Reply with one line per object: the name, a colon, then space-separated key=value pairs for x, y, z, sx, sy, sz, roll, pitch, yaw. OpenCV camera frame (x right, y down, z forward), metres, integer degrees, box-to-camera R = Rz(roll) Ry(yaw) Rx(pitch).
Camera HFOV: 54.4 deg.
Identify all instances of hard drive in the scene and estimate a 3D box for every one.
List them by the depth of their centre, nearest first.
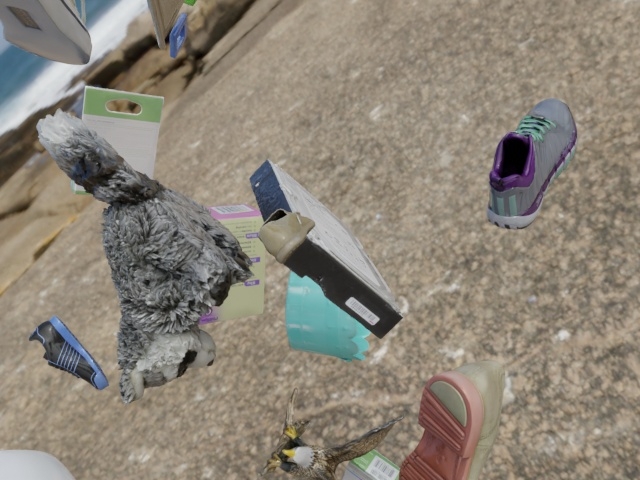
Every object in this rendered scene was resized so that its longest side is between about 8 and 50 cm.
hard drive: x=0.000 y=0.000 z=1.068 sx=0.064 sy=0.237 sz=0.339 roll=-45 pitch=26 yaw=9

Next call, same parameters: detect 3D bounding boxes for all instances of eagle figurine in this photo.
eagle figurine: x=0.019 y=0.431 z=1.194 sx=0.298 sy=0.227 sz=0.225 roll=0 pitch=7 yaw=39

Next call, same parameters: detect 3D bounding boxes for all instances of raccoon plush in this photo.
raccoon plush: x=-0.328 y=0.043 z=1.023 sx=0.299 sy=0.446 sz=0.216 roll=-46 pitch=2 yaw=10

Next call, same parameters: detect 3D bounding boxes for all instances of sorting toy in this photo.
sorting toy: x=-0.257 y=-0.450 z=1.049 sx=0.348 sy=0.047 sz=0.196 roll=123 pitch=166 yaw=-76

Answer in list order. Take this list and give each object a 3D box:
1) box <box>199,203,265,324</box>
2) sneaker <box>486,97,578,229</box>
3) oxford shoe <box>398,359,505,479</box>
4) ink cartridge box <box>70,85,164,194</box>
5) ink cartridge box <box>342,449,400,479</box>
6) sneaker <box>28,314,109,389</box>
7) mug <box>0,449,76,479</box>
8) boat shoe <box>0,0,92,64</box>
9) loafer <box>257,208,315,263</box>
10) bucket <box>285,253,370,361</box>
box: x=-0.244 y=0.052 z=1.407 sx=0.213 sy=0.243 sz=0.117 roll=-8 pitch=20 yaw=-32
sneaker: x=0.271 y=-0.122 z=0.789 sx=0.083 sy=0.098 sz=0.224 roll=11 pitch=57 yaw=30
oxford shoe: x=0.245 y=0.384 z=1.098 sx=0.146 sy=0.397 sz=0.140 roll=-15 pitch=39 yaw=-35
ink cartridge box: x=-0.444 y=-0.212 z=1.359 sx=0.056 sy=0.171 sz=0.235 roll=37 pitch=120 yaw=52
ink cartridge box: x=0.105 y=0.554 z=1.392 sx=0.108 sy=0.209 sz=0.062 roll=31 pitch=46 yaw=20
sneaker: x=-0.645 y=0.306 z=1.600 sx=0.090 sy=0.232 sz=0.081 roll=-40 pitch=2 yaw=-17
mug: x=-0.383 y=0.411 z=0.617 sx=0.373 sy=0.276 sz=0.328 roll=-20 pitch=62 yaw=7
boat shoe: x=-0.404 y=-0.375 z=0.890 sx=0.367 sy=0.135 sz=0.157 roll=151 pitch=130 yaw=-83
loafer: x=-0.043 y=-0.014 z=0.764 sx=0.056 sy=0.050 sz=0.148 roll=-45 pitch=6 yaw=7
bucket: x=0.029 y=0.167 z=1.600 sx=0.182 sy=0.281 sz=0.281 roll=1 pitch=45 yaw=13
